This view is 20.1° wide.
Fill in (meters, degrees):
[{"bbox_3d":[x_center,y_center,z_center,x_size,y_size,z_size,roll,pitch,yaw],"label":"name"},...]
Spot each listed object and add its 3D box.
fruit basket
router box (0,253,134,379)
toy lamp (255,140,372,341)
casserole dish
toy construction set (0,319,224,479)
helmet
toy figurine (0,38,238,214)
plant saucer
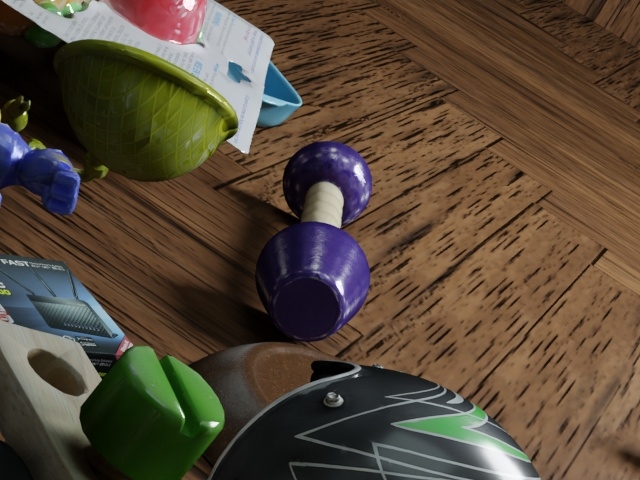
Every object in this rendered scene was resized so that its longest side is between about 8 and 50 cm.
[{"bbox_3d":[-0.200,-0.198,1.405,0.353,0.165,0.327,36,18,-12],"label":"fruit basket"},{"bbox_3d":[-0.168,0.045,0.960,0.122,0.038,0.092,9,27,-47],"label":"router box"},{"bbox_3d":[0.000,0.000,1.268,0.080,0.080,0.274,28,19,-5],"label":"toy lamp"},{"bbox_3d":[-0.091,-0.154,1.591,0.114,0.037,0.188,16,24,-36],"label":"casserole dish"},{"bbox_3d":[-0.073,0.121,0.596,0.257,0.237,0.309,23,19,-19],"label":"toy construction set"},{"bbox_3d":[0.025,0.137,0.823,0.169,0.169,0.161,28,2,-5],"label":"helmet"},{"bbox_3d":[-0.229,-0.051,1.040,0.362,0.191,0.217,33,48,-36],"label":"toy figurine"},{"bbox_3d":[0.011,0.115,1.054,0.199,0.036,0.198,28,19,-10],"label":"plant saucer"}]
